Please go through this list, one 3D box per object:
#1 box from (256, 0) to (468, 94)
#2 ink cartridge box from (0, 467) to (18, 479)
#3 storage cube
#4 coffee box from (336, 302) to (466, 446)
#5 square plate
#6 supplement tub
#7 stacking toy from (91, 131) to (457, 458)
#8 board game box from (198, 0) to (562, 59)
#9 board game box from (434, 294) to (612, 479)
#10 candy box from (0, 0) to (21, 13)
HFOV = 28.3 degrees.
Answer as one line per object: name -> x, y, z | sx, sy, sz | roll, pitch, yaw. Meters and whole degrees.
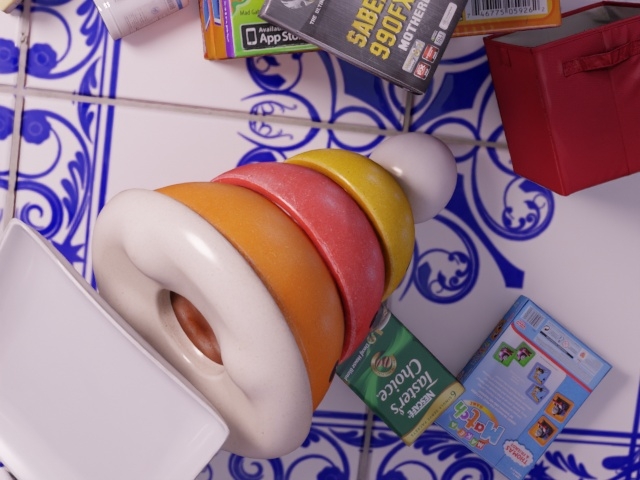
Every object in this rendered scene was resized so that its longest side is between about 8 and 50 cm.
box -> 0.067, -0.287, 1.261 | 0.183, 0.056, 0.231 | 25, 92, -13
ink cartridge box -> -0.397, 0.429, 1.557 | 0.172, 0.100, 0.237 | -34, 60, -4
storage cube -> 0.336, -0.185, 1.611 | 0.183, 0.215, 0.193 | -18, 106, -8
coffee box -> 0.092, 0.170, 1.683 | 0.113, 0.040, 0.184 | -43, 91, -1
square plate -> -0.286, 0.189, 1.498 | 0.347, 0.049, 0.344 | 43, 129, 9
supplement tub -> -0.223, -0.300, 1.566 | 0.107, 0.071, 0.071 | -26, 101, -5
stacking toy -> 0.000, 0.000, 1.529 | 0.480, 0.350, 0.351 | -35, 103, -30
board game box -> 0.037, -0.401, 1.451 | 0.356, 0.356, 0.356 | -7, 99, -9
board game box -> 0.273, 0.206, 1.738 | 0.160, 0.039, 0.211 | 38, 89, -12
candy box -> -0.339, -0.448, 1.515 | 0.183, 0.087, 0.316 | 43, 88, -13
